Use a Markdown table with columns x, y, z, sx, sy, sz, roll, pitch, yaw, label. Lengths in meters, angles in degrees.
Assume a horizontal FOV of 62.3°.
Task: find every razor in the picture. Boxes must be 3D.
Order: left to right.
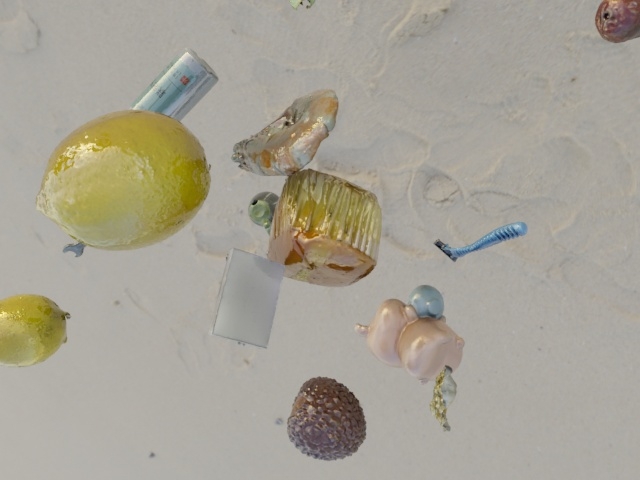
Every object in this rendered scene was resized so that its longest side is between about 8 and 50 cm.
| x | y | z | sx | sy | sz | roll | pitch | yaw | label |
| --- | --- | --- | --- | --- | --- | --- | --- | --- | --- |
| 0.382 | 0.005 | 1.261 | 0.082 | 0.042 | 0.253 | 40 | 147 | -17 | razor |

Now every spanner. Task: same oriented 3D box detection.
| x | y | z | sx | sy | sz | roll | pitch | yaw | label |
| --- | --- | --- | --- | --- | --- | --- | --- | --- | --- |
| -0.597 | -0.025 | 1.448 | 0.254 | 0.015 | 0.054 | -31 | 137 | 10 | spanner |

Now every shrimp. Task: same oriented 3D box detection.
| x | y | z | sx | sy | sz | roll | pitch | yaw | label |
| --- | --- | --- | --- | --- | --- | --- | --- | --- | --- |
| -0.067 | -0.177 | 0.881 | 0.062 | 0.164 | 0.316 | 40 | 163 | -26 | shrimp |

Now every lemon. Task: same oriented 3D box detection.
| x | y | z | sx | sy | sz | roll | pitch | yaw | label |
| --- | --- | --- | --- | --- | --- | --- | --- | --- | --- |
| -0.693 | 0.208 | 1.225 | 0.206 | 0.174 | 0.173 | 5 | 136 | -25 | lemon |
| -0.315 | -0.100 | 0.886 | 0.236 | 0.263 | 0.236 | 37 | 167 | 10 | lemon |

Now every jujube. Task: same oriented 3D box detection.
| x | y | z | sx | sy | sz | roll | pitch | yaw | label |
| --- | --- | --- | --- | --- | --- | --- | --- | --- | --- |
| 0.499 | -0.364 | 0.857 | 0.077 | 0.129 | 0.077 | 34 | 136 | 42 | jujube |

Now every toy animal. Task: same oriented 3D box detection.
| x | y | z | sx | sy | sz | roll | pitch | yaw | label |
| --- | --- | --- | --- | --- | --- | --- | --- | --- | --- |
| 0.241 | 0.256 | 1.339 | 0.210 | 0.221 | 0.229 | 20 | 128 | -37 | toy animal |

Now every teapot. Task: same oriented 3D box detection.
| x | y | z | sx | sy | sz | roll | pitch | yaw | label |
| --- | --- | --- | --- | --- | --- | --- | --- | --- | --- |
| -0.134 | -0.068 | 1.357 | 0.124 | 0.091 | 0.092 | 34 | 104 | 4 | teapot |

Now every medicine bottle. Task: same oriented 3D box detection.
| x | y | z | sx | sy | sz | roll | pitch | yaw | label |
| --- | --- | --- | --- | --- | --- | --- | --- | --- | --- |
| -0.408 | -0.313 | 1.307 | 0.352 | 0.110 | 0.110 | -43 | 93 | 9 | medicine bottle |

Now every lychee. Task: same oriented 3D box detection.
| x | y | z | sx | sy | sz | roll | pitch | yaw | label |
| --- | --- | --- | --- | --- | --- | --- | --- | --- | --- |
| 0.018 | 0.401 | 1.188 | 0.188 | 0.188 | 0.188 | 16 | 126 | 23 | lychee |

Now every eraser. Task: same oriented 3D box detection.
| x | y | z | sx | sy | sz | roll | pitch | yaw | label |
| --- | --- | --- | --- | --- | --- | --- | --- | --- | --- |
| -0.123 | 0.098 | 0.888 | 0.103 | 0.150 | 0.023 | 22 | 157 | -27 | eraser |

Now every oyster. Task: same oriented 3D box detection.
| x | y | z | sx | sy | sz | roll | pitch | yaw | label |
| --- | --- | --- | --- | --- | --- | --- | --- | --- | --- |
| 0.207 | 0.262 | 0.879 | 0.045 | 0.146 | 0.122 | 16 | 102 | 19 | oyster |

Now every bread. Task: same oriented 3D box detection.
| x | y | z | sx | sy | sz | roll | pitch | yaw | label |
| --- | --- | --- | --- | --- | --- | --- | --- | --- | --- |
| 0.000 | 0.000 | 0.979 | 0.204 | 0.156 | 0.288 | 20 | 162 | -10 | bread |

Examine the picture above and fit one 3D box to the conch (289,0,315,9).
| x | y | z | sx | sy | sz | roll | pitch | yaw | label |
| --- | --- | --- | --- | --- | --- | --- | --- | --- | --- |
| -0.042 | -0.530 | 1.056 | 0.105 | 0.079 | 0.170 | -17 | 67 | 57 | conch |
